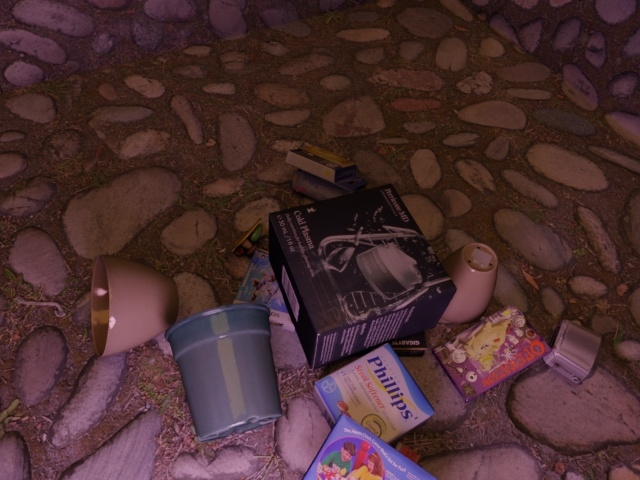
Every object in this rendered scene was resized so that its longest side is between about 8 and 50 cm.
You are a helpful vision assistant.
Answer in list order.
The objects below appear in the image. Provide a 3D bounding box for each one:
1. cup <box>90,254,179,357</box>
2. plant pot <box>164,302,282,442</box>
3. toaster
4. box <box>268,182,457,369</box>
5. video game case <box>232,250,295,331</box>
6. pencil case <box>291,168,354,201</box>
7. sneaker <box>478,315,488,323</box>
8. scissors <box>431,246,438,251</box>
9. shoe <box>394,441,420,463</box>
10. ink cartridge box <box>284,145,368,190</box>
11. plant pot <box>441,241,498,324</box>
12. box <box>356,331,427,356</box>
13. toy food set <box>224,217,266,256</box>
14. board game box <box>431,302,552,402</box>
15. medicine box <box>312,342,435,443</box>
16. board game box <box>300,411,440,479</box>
[{"bbox_3d":[-0.619,0.211,1.553,0.237,0.331,0.331,1,51,-35],"label":"cup"},{"bbox_3d":[-0.278,0.412,1.421,0.341,0.341,0.334,-13,64,-13],"label":"plant pot"},{"bbox_3d":[0.902,0.384,1.642,0.146,0.129,0.227,30,59,18],"label":"toaster"},{"bbox_3d":[0.113,0.110,1.582,0.472,0.297,0.480,-15,57,-17],"label":"box"},{"bbox_3d":[-0.173,0.184,1.734,0.244,0.061,0.269,15,55,4],"label":"video game case"},{"bbox_3d":[0.012,-0.229,2.000,0.273,0.124,0.113,26,52,12],"label":"pencil case"},{"bbox_3d":[0.652,0.363,1.681,0.191,0.071,0.083,32,67,24],"label":"sneaker"},{"bbox_3d":[0.343,-0.006,1.938,0.297,0.021,0.109,36,57,18],"label":"scissors"},{"bbox_3d":[0.235,0.707,1.397,0.081,0.063,0.178,26,52,20],"label":"shoe"},{"bbox_3d":[0.044,-0.323,2.013,0.307,0.072,0.303,24,21,14],"label":"ink cartridge box"},{"bbox_3d":[0.541,0.133,1.699,0.257,0.274,0.256,3,54,-4],"label":"plant pot"},{"bbox_3d":[0.208,0.289,1.682,0.322,0.079,0.257,2,53,-3],"label":"box"},{"bbox_3d":[-0.281,0.005,1.832,0.071,0.128,0.218,44,56,-11],"label":"toy food set"},{"bbox_3d":[0.594,0.388,1.614,0.347,0.056,0.208,-29,65,-6],"label":"board game box"},{"bbox_3d":[0.162,0.521,1.472,0.289,0.149,0.263,-24,60,-19],"label":"medicine box"},{"bbox_3d":[0.140,0.670,1.243,0.347,0.078,0.233,32,65,11],"label":"board game box"}]
